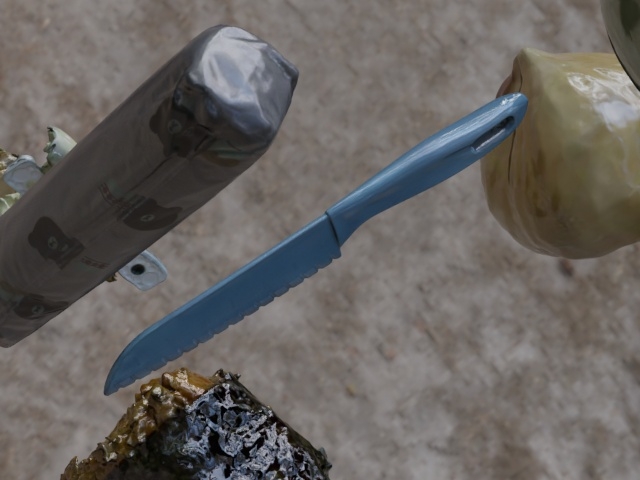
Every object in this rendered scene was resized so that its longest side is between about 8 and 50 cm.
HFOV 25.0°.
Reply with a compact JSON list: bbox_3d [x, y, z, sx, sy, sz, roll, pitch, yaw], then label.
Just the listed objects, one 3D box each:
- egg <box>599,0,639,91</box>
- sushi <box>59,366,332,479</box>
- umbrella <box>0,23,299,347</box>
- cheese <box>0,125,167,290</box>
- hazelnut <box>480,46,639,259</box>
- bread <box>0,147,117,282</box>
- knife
[{"bbox_3d":[0.313,-0.195,0.882,0.258,0.352,0.258,10,57,-16],"label":"egg"},{"bbox_3d":[-0.134,0.248,1.444,0.207,0.348,0.234,48,49,3],"label":"sushi"},{"bbox_3d":[-0.133,-0.011,0.808,0.067,0.337,0.073,46,44,-11],"label":"umbrella"},{"bbox_3d":[-0.246,-0.018,1.533,0.235,0.127,0.050,41,24,-39],"label":"cheese"},{"bbox_3d":[0.279,-0.103,1.516,0.261,0.261,0.241,-39,108,-52],"label":"hazelnut"},{"bbox_3d":[-0.440,0.046,1.735,0.248,0.315,0.279,28,-13,48],"label":"bread"},{"bbox_3d":[0.000,0.000,0.865,0.313,0.044,0.019,-32,49,-12],"label":"knife"}]
